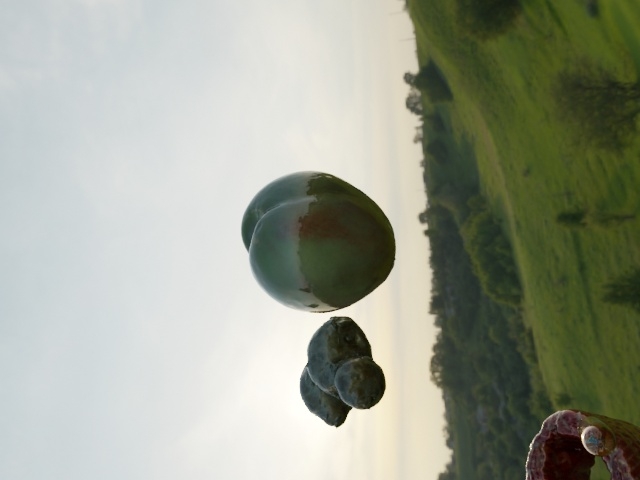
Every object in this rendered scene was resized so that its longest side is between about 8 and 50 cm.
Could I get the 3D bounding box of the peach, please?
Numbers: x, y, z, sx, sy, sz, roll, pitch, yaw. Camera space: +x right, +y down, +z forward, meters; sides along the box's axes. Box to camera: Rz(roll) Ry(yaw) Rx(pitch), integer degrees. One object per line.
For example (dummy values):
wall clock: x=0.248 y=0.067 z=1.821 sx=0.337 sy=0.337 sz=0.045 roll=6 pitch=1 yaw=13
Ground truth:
peach: x=0.000 y=0.001 z=1.146 sx=0.292 sy=0.292 sz=0.247 roll=-65 pitch=-20 yaw=-70

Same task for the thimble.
thimble: x=0.701 y=0.613 z=1.570 sx=0.350 sy=0.231 sz=0.350 roll=-43 pitch=38 yaw=46

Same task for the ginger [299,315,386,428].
ginger: x=0.035 y=0.355 z=1.618 sx=0.375 sy=0.176 sz=0.256 roll=122 pitch=138 yaw=-53

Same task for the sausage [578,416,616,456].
sausage: x=0.494 y=0.348 z=1.126 sx=0.348 sy=0.053 sz=0.053 roll=31 pitch=-126 yaw=-66
